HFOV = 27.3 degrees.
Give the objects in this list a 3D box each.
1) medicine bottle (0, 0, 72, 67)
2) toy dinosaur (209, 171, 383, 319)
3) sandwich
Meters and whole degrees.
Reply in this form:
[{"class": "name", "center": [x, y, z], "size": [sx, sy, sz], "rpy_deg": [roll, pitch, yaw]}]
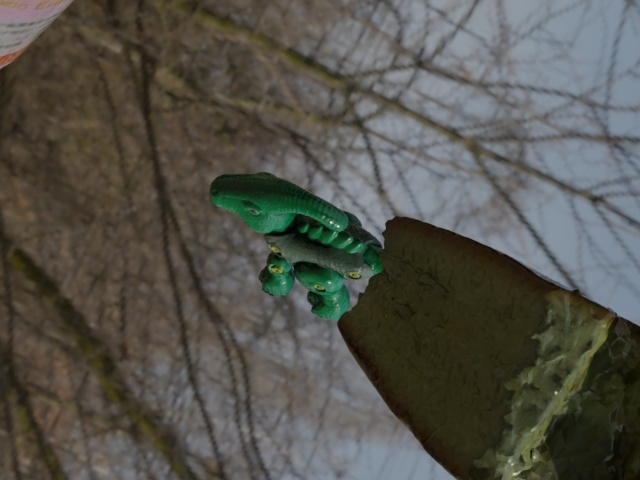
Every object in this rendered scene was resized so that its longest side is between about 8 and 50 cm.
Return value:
[{"class": "medicine bottle", "center": [-0.269, -0.308, 1.130], "size": [0.388, 0.219, 0.219], "rpy_deg": [-30, -147, 46]}, {"class": "toy dinosaur", "center": [0.000, 0.000, 0.767], "size": [0.096, 0.132, 0.059], "rpy_deg": [79, 29, -64]}, {"class": "sandwich", "center": [0.115, 0.076, 0.528], "size": [0.090, 0.244, 0.088], "rpy_deg": [-59, 173, 5]}]
